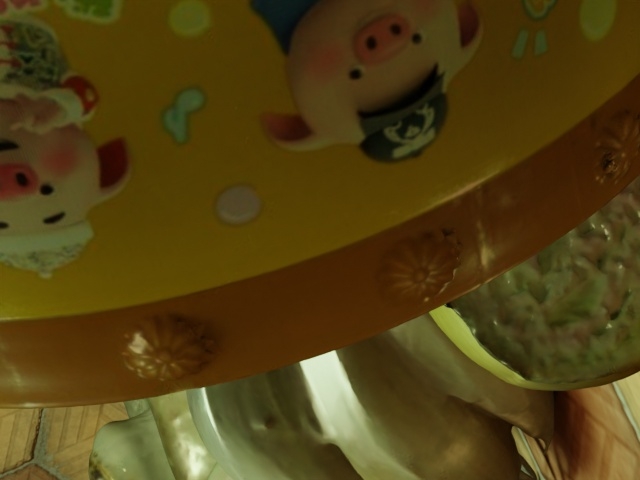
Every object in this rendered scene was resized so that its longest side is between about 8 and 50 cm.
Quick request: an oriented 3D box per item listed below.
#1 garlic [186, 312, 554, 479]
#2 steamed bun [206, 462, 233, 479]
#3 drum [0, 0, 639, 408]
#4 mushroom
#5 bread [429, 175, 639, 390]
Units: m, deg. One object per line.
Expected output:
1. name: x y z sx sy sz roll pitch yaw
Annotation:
1. garlic: 0.027 0.073 1.237 0.210 0.237 0.292 -73 -38 -62
2. steamed bun: 0.025 0.301 1.381 0.320 0.206 0.275 27 154 16
3. drum: -0.068 -0.143 0.705 0.431 0.431 0.214 49 160 54
4. mushroom: -0.103 0.203 1.761 0.362 0.295 0.362 156 90 -80
5. bread: 0.087 -0.050 0.882 0.260 0.158 0.156 63 178 12
